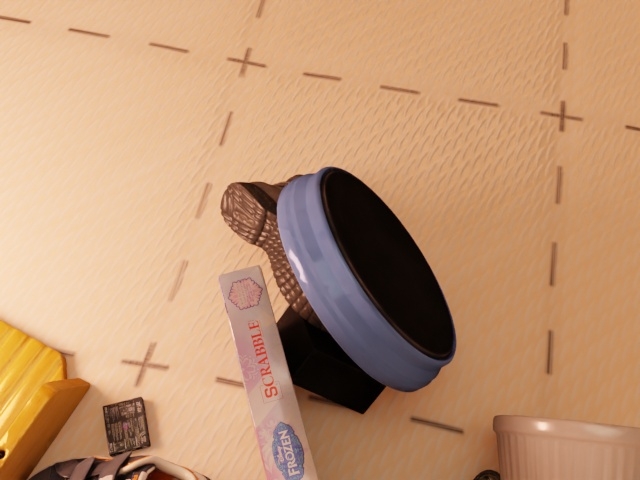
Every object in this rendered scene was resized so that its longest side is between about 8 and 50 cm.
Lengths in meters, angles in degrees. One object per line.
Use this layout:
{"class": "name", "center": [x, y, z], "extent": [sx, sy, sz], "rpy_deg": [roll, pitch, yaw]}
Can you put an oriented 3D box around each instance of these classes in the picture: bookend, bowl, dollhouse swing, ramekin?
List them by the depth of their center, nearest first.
{"class": "ramekin", "center": [0.392, 0.339, 1.041], "extent": [0.272, 0.273, 0.127], "rpy_deg": [6, 76, 1]}
{"class": "dollhouse swing", "center": [-0.607, 0.216, 1.042], "extent": [0.346, 0.305, 0.315], "rpy_deg": [25, 65, 12]}
{"class": "bowl", "center": [0.087, 0.050, 1.118], "extent": [0.077, 0.391, 0.391], "rpy_deg": [-35, 63, 22]}
{"class": "bookend", "center": [0.012, 0.195, 1.186], "extent": [0.156, 0.072, 0.157], "rpy_deg": [29, 16, -27]}

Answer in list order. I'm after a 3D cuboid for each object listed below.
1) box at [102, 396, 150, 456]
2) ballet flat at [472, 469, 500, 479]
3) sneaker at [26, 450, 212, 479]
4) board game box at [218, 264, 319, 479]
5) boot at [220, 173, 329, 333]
{"class": "box", "center": [-0.323, 0.309, 1.161], "extent": [0.067, 0.018, 0.083], "rpy_deg": [-14, 64, -9]}
{"class": "ballet flat", "center": [0.224, 0.440, 1.082], "extent": [0.074, 0.074, 0.203], "rpy_deg": [36, 67, 16]}
{"class": "sneaker", "center": [-0.315, 0.386, 1.064], "extent": [0.321, 0.127, 0.126], "rpy_deg": [-1, 64, -1]}
{"class": "board game box", "center": [-0.071, 0.246, 1.035], "extent": [0.065, 0.319, 0.318], "rpy_deg": [-14, 63, -8]}
{"class": "boot", "center": [0.000, 0.000, 1.236], "extent": [0.222, 0.118, 0.338], "rpy_deg": [-13, 58, -49]}
